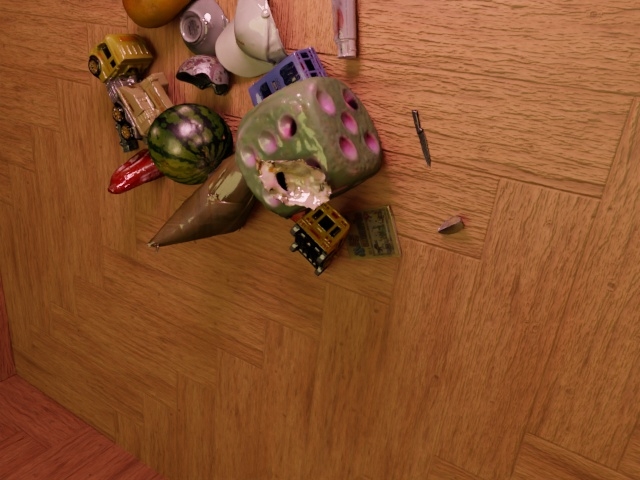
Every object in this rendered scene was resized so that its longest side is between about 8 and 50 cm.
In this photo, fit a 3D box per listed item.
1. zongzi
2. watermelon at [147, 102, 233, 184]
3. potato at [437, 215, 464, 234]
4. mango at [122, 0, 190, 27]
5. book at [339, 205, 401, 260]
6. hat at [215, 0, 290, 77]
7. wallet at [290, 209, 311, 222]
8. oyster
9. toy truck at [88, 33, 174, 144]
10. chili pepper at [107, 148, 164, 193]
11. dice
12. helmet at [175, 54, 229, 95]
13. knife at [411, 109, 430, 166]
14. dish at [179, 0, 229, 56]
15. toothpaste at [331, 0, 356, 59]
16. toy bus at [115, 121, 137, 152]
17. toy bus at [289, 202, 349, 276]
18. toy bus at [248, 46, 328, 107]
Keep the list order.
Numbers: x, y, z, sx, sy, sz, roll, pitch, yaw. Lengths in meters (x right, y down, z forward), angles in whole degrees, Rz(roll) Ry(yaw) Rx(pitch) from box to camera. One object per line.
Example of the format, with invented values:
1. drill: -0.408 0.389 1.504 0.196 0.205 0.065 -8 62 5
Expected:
1. zongzi: -0.345 -0.160 1.692 0.181 0.418 0.447 49 133 14
2. watermelon: -0.454 -0.335 1.779 0.285 0.285 0.285 11 112 30
3. potato: 0.388 -0.045 1.486 0.037 0.036 0.093 29 149 -20
4. mango: -0.529 -0.833 1.714 0.317 0.211 0.173 -16 126 27
5. book: 0.159 -0.021 1.653 0.192 0.013 0.168 -7 103 35
6. hat: -0.234 -0.645 1.599 0.301 0.168 0.257 -17 96 36
7. wallet: -0.116 -0.156 1.766 0.204 0.045 0.142 36 122 17
8. oyster: -0.071 -0.150 1.335 0.209 0.072 0.132 3 108 10
9. toy truck: -0.686 -0.572 1.913 0.254 0.181 0.405 -25 92 38
10. chili pepper: -0.744 -0.267 2.019 0.144 0.253 0.136 50 144 0
11. dice: -0.037 -0.271 1.499 0.322 0.330 0.318 -26 90 38
12. helmet: -0.392 -0.578 1.741 0.177 0.153 0.107 16 90 -4
13. knife: 0.293 -0.294 1.473 0.023 0.010 0.170 -9 103 41
14. dish: -0.420 -0.714 1.752 0.224 0.078 0.246 15 114 27
15. toothpaste: 0.064 -0.690 1.456 0.100 0.066 0.323 5 104 37
16. toy bus: -0.802 -0.441 2.106 0.051 0.061 0.153 -6 101 36
17. toy bus: 0.000 0.000 1.631 0.145 0.151 0.331 44 168 7
18. toy bus: -0.122 -0.474 1.592 0.292 0.133 0.125 -23 95 42
